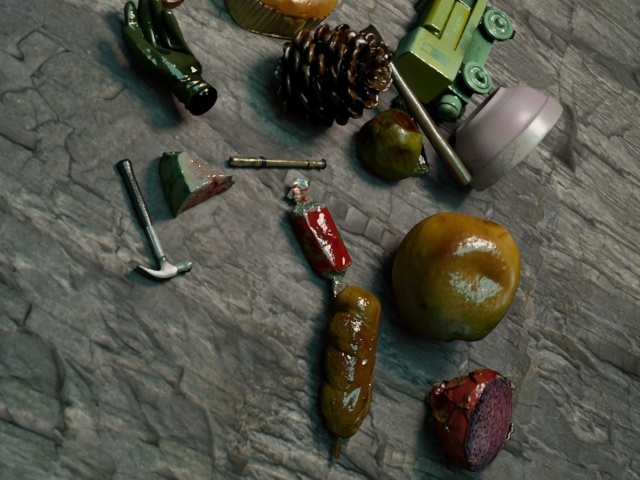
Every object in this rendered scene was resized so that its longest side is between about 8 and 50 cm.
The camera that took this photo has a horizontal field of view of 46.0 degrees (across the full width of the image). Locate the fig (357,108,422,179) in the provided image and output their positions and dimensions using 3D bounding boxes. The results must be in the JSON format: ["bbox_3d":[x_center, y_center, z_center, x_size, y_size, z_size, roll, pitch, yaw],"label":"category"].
[{"bbox_3d":[0.164,-0.216,1.742,0.144,0.154,0.165,-51,134,-49],"label":"fig"}]

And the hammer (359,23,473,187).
[{"bbox_3d":[0.226,-0.315,1.770,0.439,0.044,0.168,55,13,-6],"label":"hammer"}]

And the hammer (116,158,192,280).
[{"bbox_3d":[-0.334,-0.039,1.417,0.103,0.029,0.246,-20,83,-36],"label":"hammer"}]

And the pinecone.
[{"bbox_3d":[0.030,-0.359,1.635,0.224,0.273,0.224,-1,92,-58],"label":"pinecone"}]

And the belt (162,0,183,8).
[{"bbox_3d":[-0.319,-0.525,1.595,0.083,0.036,0.059,-34,91,-37],"label":"belt"}]

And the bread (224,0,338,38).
[{"bbox_3d":[-0.085,-0.564,1.702,0.250,0.133,0.178,3,75,-30],"label":"bread"}]

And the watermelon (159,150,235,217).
[{"bbox_3d":[-0.234,-0.103,1.464,0.158,0.098,0.121,22,63,-29],"label":"watermelon"}]

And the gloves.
[{"bbox_3d":[-0.307,-0.366,1.501,0.135,0.107,0.268,-27,85,-47],"label":"gloves"}]

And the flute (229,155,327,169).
[{"bbox_3d":[-0.090,-0.167,1.617,0.233,0.027,0.027,-1,74,-32],"label":"flute"}]

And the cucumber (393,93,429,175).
[{"bbox_3d":[0.217,-0.262,1.830,0.058,0.052,0.214,12,63,-58],"label":"cucumber"}]

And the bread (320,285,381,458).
[{"bbox_3d":[0.062,0.262,1.510,0.124,0.084,0.343,17,73,-35],"label":"bread"}]

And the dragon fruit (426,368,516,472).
[{"bbox_3d":[0.306,0.372,1.618,0.224,0.148,0.218,-28,120,-45],"label":"dragon fruit"}]

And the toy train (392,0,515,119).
[{"bbox_3d":[0.335,-0.495,1.932,0.253,0.160,0.397,33,59,-11],"label":"toy train"}]

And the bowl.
[{"bbox_3d":[0.431,-0.267,1.832,0.144,0.287,0.287,43,55,-2],"label":"bowl"}]

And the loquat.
[{"bbox_3d":[0.291,0.079,1.635,0.276,0.276,0.283,10,86,-29],"label":"loquat"}]

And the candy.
[{"bbox_3d":[0.001,-0.001,1.594,0.086,0.059,0.292,-24,87,-37],"label":"candy"}]
